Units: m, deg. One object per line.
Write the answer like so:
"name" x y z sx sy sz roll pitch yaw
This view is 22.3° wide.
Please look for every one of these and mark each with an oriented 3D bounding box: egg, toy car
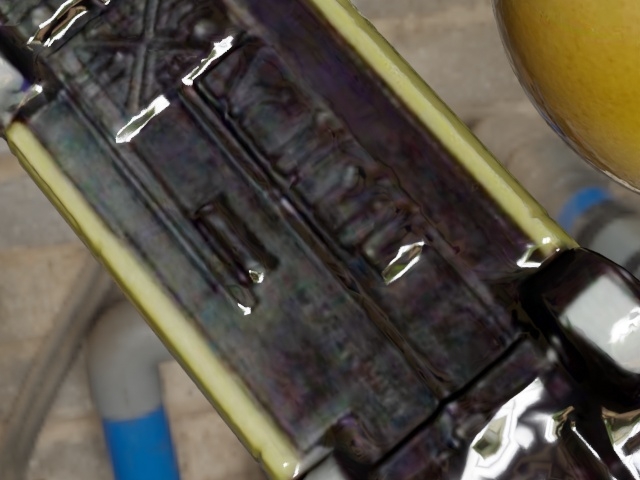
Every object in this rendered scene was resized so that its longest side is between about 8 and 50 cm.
"egg" 0.235 -0.150 0.987 0.250 0.322 0.250 -14 54 20
"toy car" 0.000 0.000 0.439 0.101 0.124 0.257 -41 74 1
